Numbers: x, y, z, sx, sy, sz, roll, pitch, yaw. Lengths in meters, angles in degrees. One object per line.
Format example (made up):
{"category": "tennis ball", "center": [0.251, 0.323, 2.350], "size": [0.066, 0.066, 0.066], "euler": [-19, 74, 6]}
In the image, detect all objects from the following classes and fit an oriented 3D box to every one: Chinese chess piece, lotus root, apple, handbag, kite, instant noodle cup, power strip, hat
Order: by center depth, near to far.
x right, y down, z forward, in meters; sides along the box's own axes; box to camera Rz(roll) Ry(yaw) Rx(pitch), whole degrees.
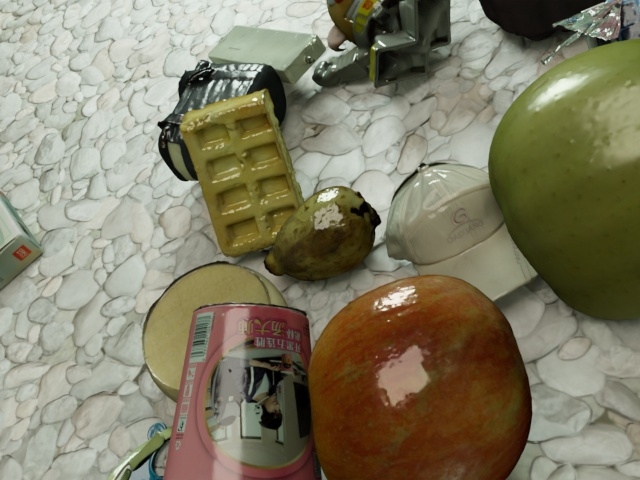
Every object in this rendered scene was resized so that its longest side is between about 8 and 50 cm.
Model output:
{"category": "apple", "center": [0.106, 0.204, 0.961], "size": [0.302, 0.301, 0.301], "euler": [-13, 53, 17]}
{"category": "apple", "center": [0.423, -0.100, 1.041], "size": [0.360, 0.320, 0.311], "euler": [-33, 21, 30]}
{"category": "instant noodle cup", "center": [-0.098, 0.222, 1.049], "size": [0.244, 0.244, 0.255], "euler": [-6, 71, 22]}
{"category": "kite", "center": [0.378, -0.302, 1.107], "size": [0.157, 0.011, 0.139], "euler": [-39, 31, -2]}
{"category": "hat", "center": [0.211, -0.008, 1.170], "size": [0.219, 0.164, 0.226], "euler": [-29, 31, 4]}
{"category": "Chinese chess piece", "center": [-0.170, 0.155, 1.258], "size": [0.250, 0.103, 0.249], "euler": [-12, 54, 17]}
{"category": "lotus root", "center": [0.000, 0.000, 1.271], "size": [0.214, 0.138, 0.138], "euler": [-36, 49, 15]}
{"category": "handbag", "center": [-0.189, -0.223, 1.486], "size": [0.181, 0.181, 0.254], "euler": [9, 62, 22]}
{"category": "power strip", "center": [-0.116, -0.391, 1.600], "size": [0.106, 0.043, 0.367], "euler": [-49, 37, -11]}

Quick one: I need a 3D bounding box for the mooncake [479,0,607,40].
{"category": "mooncake", "center": [0.422, -0.488, 1.400], "size": [0.283, 0.141, 0.283], "euler": [-19, 43, 18]}

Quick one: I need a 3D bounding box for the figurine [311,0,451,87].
{"category": "figurine", "center": [0.114, -0.436, 1.494], "size": [0.342, 0.167, 0.285], "euler": [-37, 45, 1]}

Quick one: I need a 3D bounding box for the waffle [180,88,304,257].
{"category": "waffle", "center": [-0.128, -0.110, 1.334], "size": [0.168, 0.274, 0.057], "euler": [-15, 15, 10]}

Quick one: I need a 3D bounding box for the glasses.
{"category": "glasses", "center": [-0.258, 0.366, 1.127], "size": [0.102, 0.207, 0.239], "euler": [33, 74, 1]}

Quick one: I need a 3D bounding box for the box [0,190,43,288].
{"category": "box", "center": [-0.715, -0.018, 1.656], "size": [0.135, 0.079, 0.269], "euler": [-42, 50, -7]}

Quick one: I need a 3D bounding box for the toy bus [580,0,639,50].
{"category": "toy bus", "center": [0.480, -0.216, 1.130], "size": [0.131, 0.106, 0.297], "euler": [-13, 78, 29]}
